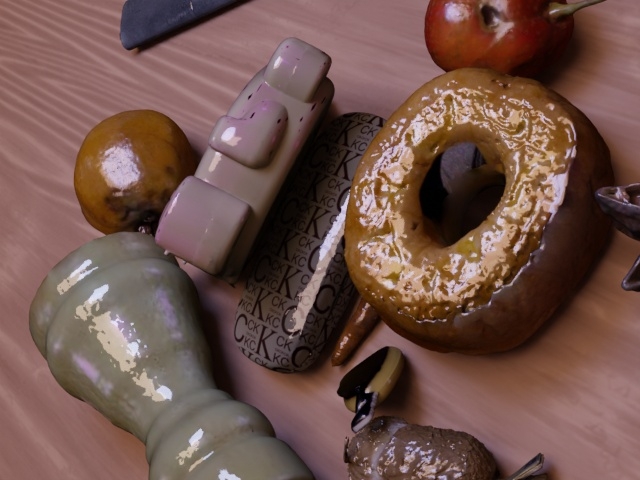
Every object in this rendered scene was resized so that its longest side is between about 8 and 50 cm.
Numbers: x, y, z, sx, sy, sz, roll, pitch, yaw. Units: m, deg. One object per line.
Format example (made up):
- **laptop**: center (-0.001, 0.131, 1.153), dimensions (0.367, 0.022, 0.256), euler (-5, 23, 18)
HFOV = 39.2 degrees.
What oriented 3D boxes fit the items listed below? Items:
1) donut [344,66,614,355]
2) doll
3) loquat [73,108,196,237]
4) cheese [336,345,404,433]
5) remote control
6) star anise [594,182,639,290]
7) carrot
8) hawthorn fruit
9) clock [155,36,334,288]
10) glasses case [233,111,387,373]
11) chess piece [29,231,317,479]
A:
- **donut**: center (0.169, -0.036, 0.993), dimensions (0.299, 0.150, 0.317), euler (-8, 71, 23)
- **doll**: center (0.127, 0.251, 0.951), dimensions (0.221, 0.115, 0.105), euler (8, 81, 30)
- **loquat**: center (-0.279, -0.097, 1.361), dimensions (0.187, 0.176, 0.234), euler (-45, 46, 35)
- **cheese**: center (0.055, 0.172, 1.012), dimensions (0.086, 0.162, 0.036), euler (-38, 94, 15)
- **remote control**: center (-0.188, -0.425, 1.506), dimensions (0.377, 0.044, 0.107), euler (-16, 58, 31)
- **star anise**: center (0.387, -0.011, 0.861), dimensions (0.223, 0.109, 0.236), euler (34, 77, 28)
- **carrot**: center (0.059, 0.088, 1.113), dimensions (0.036, 0.036, 0.165), euler (31, 94, 41)
- **hawthorn fruit**: center (0.252, -0.262, 1.019), dimensions (0.285, 0.165, 0.165), euler (-9, 66, 46)
- **clock**: center (-0.090, -0.097, 1.167), dimensions (0.114, 0.284, 0.309), euler (28, 84, 1)
- **glasses case**: center (0.000, 0.000, 1.158), dimensions (0.137, 0.085, 0.354), euler (20, 84, 44)
- **chess piece**: center (-0.186, 0.204, 1.135), dimensions (0.234, 0.234, 0.442), euler (-50, 53, 9)
